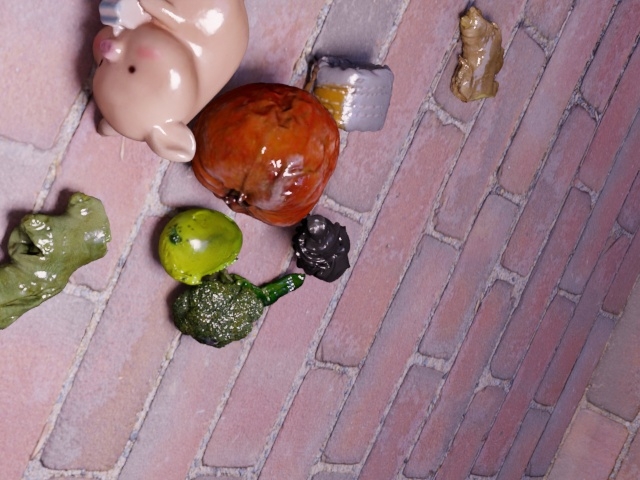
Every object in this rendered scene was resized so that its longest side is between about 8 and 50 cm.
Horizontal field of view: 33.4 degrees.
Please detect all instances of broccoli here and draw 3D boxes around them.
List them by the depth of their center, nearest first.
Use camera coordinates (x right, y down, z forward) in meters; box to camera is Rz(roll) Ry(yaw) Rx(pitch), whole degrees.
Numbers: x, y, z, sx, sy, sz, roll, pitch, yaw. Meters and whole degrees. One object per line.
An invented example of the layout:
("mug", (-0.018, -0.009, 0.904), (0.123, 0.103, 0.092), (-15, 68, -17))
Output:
("broccoli", (-0.180, 0.119, 1.796), (0.145, 0.138, 0.162), (24, 133, -21))

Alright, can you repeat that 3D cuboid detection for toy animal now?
("toy animal", (-0.212, -0.266, 1.467), (0.256, 0.195, 0.213), (-48, 134, -17))

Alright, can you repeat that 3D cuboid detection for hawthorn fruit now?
("hawthorn fruit", (-0.067, -0.164, 1.683), (0.272, 0.241, 0.242), (-57, 145, -20))

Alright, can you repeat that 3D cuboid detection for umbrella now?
("umbrella", (0.000, 0.000, 1.863), (0.118, 0.118, 0.340), (-58, 173, -9))

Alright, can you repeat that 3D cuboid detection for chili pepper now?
("chili pepper", (-0.106, 0.092, 1.938), (0.182, 0.050, 0.073), (-5, 119, -48))

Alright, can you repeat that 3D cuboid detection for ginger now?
("ginger", (-0.414, 0.036, 1.488), (0.290, 0.089, 0.137), (-41, 157, -22))
("ginger", (0.327, -0.384, 2.186), (0.137, 0.074, 0.213), (-27, 125, -41))

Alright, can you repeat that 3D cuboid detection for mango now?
("mango", (-0.194, 0.005, 1.735), (0.178, 0.100, 0.119), (-4, 130, -58))

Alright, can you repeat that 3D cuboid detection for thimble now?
("thimble", (0.052, -0.257, 1.861), (0.151, 0.127, 0.118), (-11, 118, -50))
